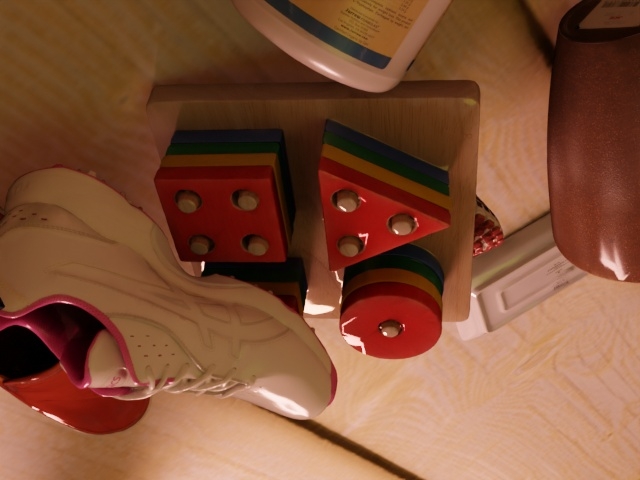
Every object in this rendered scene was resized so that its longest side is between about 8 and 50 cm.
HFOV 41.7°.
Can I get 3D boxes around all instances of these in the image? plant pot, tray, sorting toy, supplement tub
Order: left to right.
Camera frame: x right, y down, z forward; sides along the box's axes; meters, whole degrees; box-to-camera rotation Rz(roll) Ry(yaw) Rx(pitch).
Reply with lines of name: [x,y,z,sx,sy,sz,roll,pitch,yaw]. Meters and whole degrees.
sorting toy: [0.000,0.000,0.700,0.255,0.089,0.257,1,135,8]
supplement tub: [0.041,-0.218,0.566,0.144,0.144,0.200,13,121,-38]
tray: [0.280,0.027,1.021,0.270,0.030,0.145,-30,139,-3]
plant pot: [0.304,-0.116,0.798,0.215,0.215,0.230,-29,123,-4]

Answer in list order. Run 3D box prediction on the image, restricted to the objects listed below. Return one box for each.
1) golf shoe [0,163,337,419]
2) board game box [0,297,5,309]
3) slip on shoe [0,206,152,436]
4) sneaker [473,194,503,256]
golf shoe: [-0.119,0.078,0.637,0.306,0.140,0.115,34,134,-21]
board game box: [-0.313,-0.032,0.478,0.165,0.243,0.042,-28,176,-5]
slip on shoe: [-0.241,0.091,0.718,0.123,0.101,0.331,-30,139,-6]
sneaker: [0.100,-0.054,0.781,0.088,0.093,0.225,-21,138,30]
